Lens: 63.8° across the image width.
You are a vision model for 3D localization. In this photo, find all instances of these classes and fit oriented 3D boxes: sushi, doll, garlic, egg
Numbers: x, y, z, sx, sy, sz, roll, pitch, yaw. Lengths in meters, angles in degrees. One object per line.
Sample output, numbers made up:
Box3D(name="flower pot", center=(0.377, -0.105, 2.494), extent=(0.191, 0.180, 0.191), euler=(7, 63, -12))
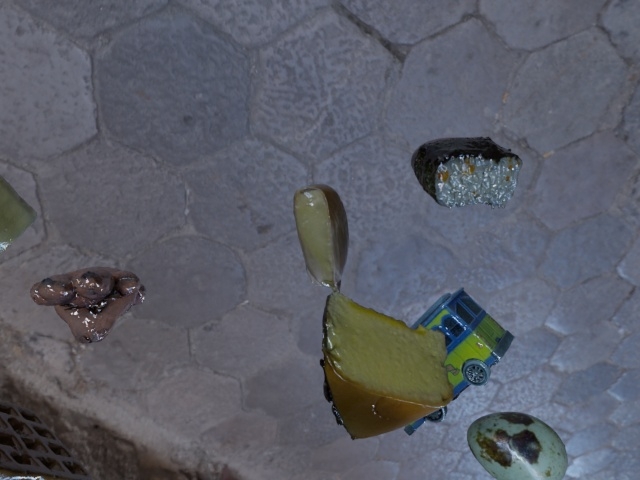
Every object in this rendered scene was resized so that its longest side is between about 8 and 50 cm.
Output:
Box3D(name="sushi", center=(0.308, -0.148, 1.087), extent=(0.224, 0.126, 0.136), euler=(3, 117, -17))
Box3D(name="doll", center=(-0.451, 0.126, 0.995), extent=(0.201, 0.303, 0.156), euler=(-2, 86, -13))
Box3D(name="garlic", center=(0.001, -0.013, 0.843), extent=(0.086, 0.101, 0.196), euler=(-4, 116, 11))
Box3D(name="egg", center=(0.451, 0.482, 1.186), extent=(0.231, 0.169, 0.169), euler=(19, 125, 3))

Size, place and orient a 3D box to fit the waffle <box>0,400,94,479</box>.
Box3D(name="waffle", center=(-0.502, 0.313, 0.755), extent=(0.098, 0.224, 0.328), euler=(-50, 152, -19))

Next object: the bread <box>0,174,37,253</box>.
Box3D(name="bread", center=(-0.712, -0.063, 1.105), extent=(0.140, 0.060, 0.178), euler=(-54, 157, -26))

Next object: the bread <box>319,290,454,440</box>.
Box3D(name="bread", center=(0.045, 0.156, 0.633), extent=(0.160, 0.140, 0.169), euler=(31, 129, -18))

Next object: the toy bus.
Box3D(name="toy bus", center=(0.265, 0.277, 1.173), extent=(0.312, 0.190, 0.152), euler=(-53, 163, 28))
